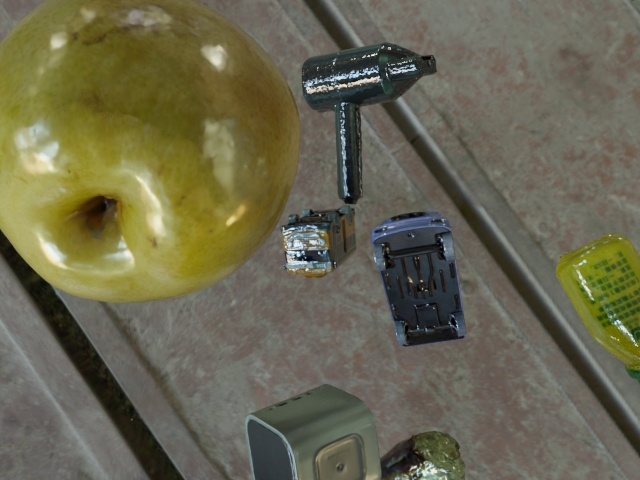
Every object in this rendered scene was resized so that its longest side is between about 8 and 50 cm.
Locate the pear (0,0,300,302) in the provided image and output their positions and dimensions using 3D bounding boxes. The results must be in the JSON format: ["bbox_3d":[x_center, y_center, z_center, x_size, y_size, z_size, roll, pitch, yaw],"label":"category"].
[{"bbox_3d":[-0.169,-0.095,0.645,0.315,0.314,0.314,4,74,-15],"label":"pear"}]

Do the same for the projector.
[{"bbox_3d":[-0.007,0.178,0.567,0.082,0.083,0.083,-14,101,-32],"label":"projector"}]

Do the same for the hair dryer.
[{"bbox_3d":[0.098,-0.222,1.286,0.116,0.244,0.302,-4,92,-59],"label":"hair dryer"}]

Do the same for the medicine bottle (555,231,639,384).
[{"bbox_3d":[0.445,0.140,0.933,0.111,0.076,0.308,-30,79,21],"label":"medicine bottle"}]

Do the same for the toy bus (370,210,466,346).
[{"bbox_3d":[0.165,0.051,1.107,0.126,0.292,0.133,-10,45,10],"label":"toy bus"}]

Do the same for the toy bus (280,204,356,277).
[{"bbox_3d":[0.000,0.000,1.243,0.098,0.201,0.114,-3,99,16],"label":"toy bus"}]

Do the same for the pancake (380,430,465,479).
[{"bbox_3d":[0.018,0.393,0.644,0.067,0.305,0.426,40,94,-27],"label":"pancake"}]
